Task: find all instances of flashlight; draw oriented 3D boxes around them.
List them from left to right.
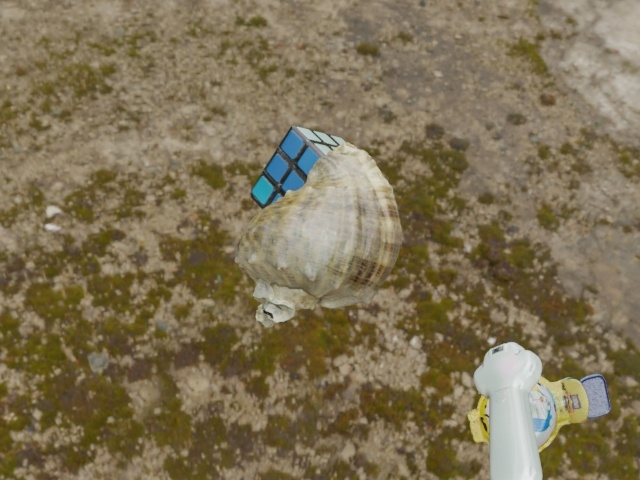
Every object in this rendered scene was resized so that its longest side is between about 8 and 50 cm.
[{"bbox_3d":[0.235,0.220,0.888,0.047,0.093,0.200,34,43,-30],"label":"flashlight"}]

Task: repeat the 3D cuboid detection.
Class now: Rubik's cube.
[{"bbox_3d":[-0.002,-0.094,1.329,0.162,0.160,0.163,46,23,26],"label":"Rubik's cube"}]

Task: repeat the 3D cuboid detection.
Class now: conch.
[{"bbox_3d":[-0.007,0.004,1.045,0.210,0.291,0.159,29,14,17],"label":"conch"}]

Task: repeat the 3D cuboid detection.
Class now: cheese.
[{"bbox_3d":[0.378,0.289,1.253,0.250,0.064,0.156,-14,93,-5],"label":"cheese"}]
